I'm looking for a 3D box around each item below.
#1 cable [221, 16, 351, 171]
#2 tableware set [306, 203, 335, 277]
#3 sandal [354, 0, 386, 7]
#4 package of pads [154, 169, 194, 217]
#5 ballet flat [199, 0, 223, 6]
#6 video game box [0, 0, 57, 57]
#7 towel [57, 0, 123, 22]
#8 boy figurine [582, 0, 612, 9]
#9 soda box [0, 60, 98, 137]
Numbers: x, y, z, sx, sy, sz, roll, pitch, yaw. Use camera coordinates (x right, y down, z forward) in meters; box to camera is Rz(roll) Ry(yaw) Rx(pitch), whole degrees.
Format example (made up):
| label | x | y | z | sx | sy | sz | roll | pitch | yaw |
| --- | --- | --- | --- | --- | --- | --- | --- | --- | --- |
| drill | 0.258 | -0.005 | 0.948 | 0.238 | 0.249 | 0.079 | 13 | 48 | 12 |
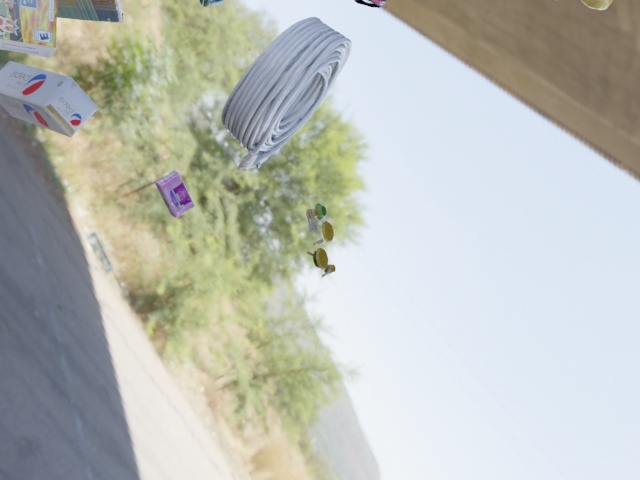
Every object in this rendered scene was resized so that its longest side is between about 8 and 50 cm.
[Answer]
| label | x | y | z | sx | sy | sz | roll | pitch | yaw |
| --- | --- | --- | --- | --- | --- | --- | --- | --- | --- |
| cable | -0.056 | -0.261 | 1.434 | 0.089 | 0.257 | 0.257 | 41 | -41 | 7 |
| tableware set | 0.000 | 0.000 | 1.798 | 0.104 | 0.024 | 0.154 | -26 | 103 | -60 |
| sandal | 0.108 | -0.544 | 1.889 | 0.067 | 0.179 | 0.040 | 4 | -77 | 60 |
| package of pads | -0.288 | -0.092 | 1.664 | 0.032 | 0.050 | 0.083 | 28 | -34 | 53 |
| ballet flat | -0.269 | -0.612 | 1.943 | 0.070 | 0.070 | 0.188 | 82 | -12 | -67 |
| video game box | -0.460 | -0.369 | 1.158 | 0.048 | 0.187 | 0.205 | -15 | -106 | 61 |
| towel | -0.611 | -0.527 | 1.771 | 0.271 | 0.371 | 0.040 | 168 | -76 | -80 |
| boy figurine | 0.577 | -0.654 | 1.979 | 0.285 | 0.092 | 0.177 | 40 | 11 | 11 |
| soda box | -0.460 | -0.234 | 1.375 | 0.216 | 0.069 | 0.074 | 20 | -24 | 42 |
